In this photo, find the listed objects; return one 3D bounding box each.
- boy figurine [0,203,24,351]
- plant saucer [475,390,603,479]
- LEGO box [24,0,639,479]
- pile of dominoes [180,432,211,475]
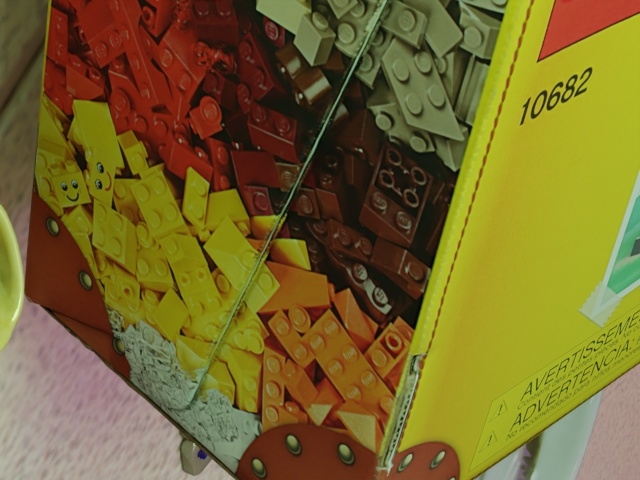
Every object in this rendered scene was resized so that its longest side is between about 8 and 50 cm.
[{"bbox_3d":[-0.178,-0.037,0.501,0.177,0.092,0.285,-60,152,-26],"label":"boy figurine"},{"bbox_3d":[0.103,0.181,1.286,0.400,0.100,0.400,-48,150,-41],"label":"plant saucer"},{"bbox_3d":[0.141,-0.153,0.694,0.500,0.193,0.373,-26,142,-40],"label":"LEGO box"},{"bbox_3d":[0.000,0.000,0.982,0.251,0.040,0.196,-48,150,-40],"label":"pile of dominoes"}]
